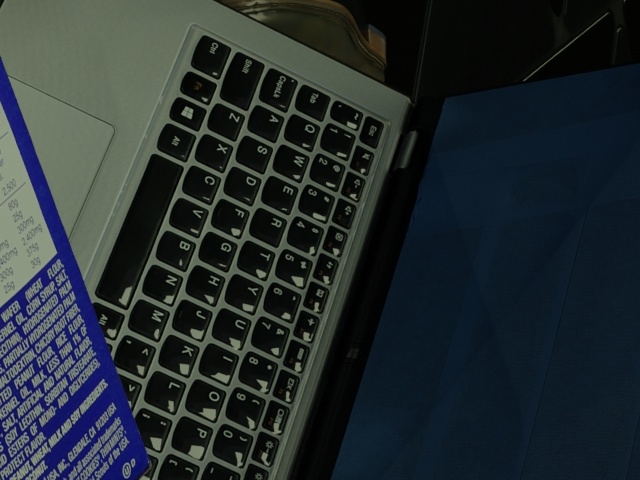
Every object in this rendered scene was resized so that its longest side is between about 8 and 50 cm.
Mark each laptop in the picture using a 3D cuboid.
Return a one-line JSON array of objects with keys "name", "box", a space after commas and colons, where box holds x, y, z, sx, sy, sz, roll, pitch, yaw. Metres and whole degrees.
[{"name": "laptop", "box": [0.000, 0.000, 0.961, 0.408, 0.236, 0.382, 26, 56, -11]}]

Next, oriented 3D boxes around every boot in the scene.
[{"name": "boot", "box": [-0.011, -0.105, 1.294, 0.219, 0.082, 0.106, 11, 75, -60]}]

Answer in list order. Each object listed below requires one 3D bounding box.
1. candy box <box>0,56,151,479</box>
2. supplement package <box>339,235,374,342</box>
[{"name": "candy box", "box": [-0.246, -0.012, 0.708, 0.122, 0.268, 0.317, -50, 128, -54]}, {"name": "supplement package", "box": [0.029, 0.063, 1.166, 0.145, 0.262, 0.204, 53, 44, -43]}]
